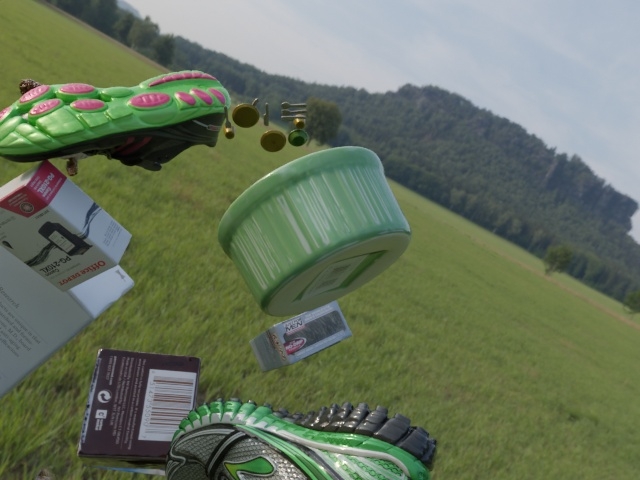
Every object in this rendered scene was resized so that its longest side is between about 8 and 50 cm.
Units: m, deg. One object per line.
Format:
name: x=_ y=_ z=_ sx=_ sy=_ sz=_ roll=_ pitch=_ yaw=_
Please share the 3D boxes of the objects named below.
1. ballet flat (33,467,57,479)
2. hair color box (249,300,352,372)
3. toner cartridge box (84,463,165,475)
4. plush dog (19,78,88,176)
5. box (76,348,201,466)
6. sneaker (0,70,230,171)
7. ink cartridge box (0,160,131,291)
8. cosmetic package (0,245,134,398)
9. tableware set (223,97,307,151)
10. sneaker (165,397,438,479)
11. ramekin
ballet flat: x=-0.540 y=0.492 z=1.009 sx=0.058 sy=0.084 sz=0.250 roll=26 pitch=-32 yaw=-17
hair color box: x=-0.071 y=0.283 z=1.483 sx=0.113 sy=0.185 sz=0.374 roll=65 pitch=-23 yaw=9
toner cartridge box: x=-0.435 y=0.546 z=1.358 sx=0.348 sy=0.075 sz=0.165 roll=-7 pitch=-5 yaw=26
plush dog: x=-0.642 y=-0.308 z=1.321 sx=0.263 sy=0.210 sz=0.225 roll=4 pitch=-27 yaw=-18
box: x=-0.309 y=0.300 z=0.895 sx=0.167 sy=0.168 sz=0.203 roll=9 pitch=-30 yaw=-16
sneaker: x=-0.416 y=-0.219 z=1.081 sx=0.483 sy=0.202 sz=0.185 roll=-14 pitch=51 yaw=-25
ink cartridge box: x=-0.544 y=-0.023 z=1.062 sx=0.237 sy=0.172 sz=0.100 roll=52 pitch=25 yaw=-34
cosmetic package: x=-0.813 y=0.165 z=1.435 sx=0.327 sy=0.394 sz=0.329 roll=50 pitch=5 yaw=-9
tableware set: x=-0.098 y=-0.207 z=0.934 sx=0.154 sy=0.104 sz=0.024 roll=-5 pitch=44 yaw=-9
sneaker: x=-0.054 y=0.257 z=0.545 sx=0.344 sy=0.146 sz=0.134 roll=-15 pitch=-53 yaw=36
ramekin: x=0.000 y=0.000 z=0.847 sx=0.303 sy=0.303 sz=0.148 roll=14 pitch=44 yaw=-62
